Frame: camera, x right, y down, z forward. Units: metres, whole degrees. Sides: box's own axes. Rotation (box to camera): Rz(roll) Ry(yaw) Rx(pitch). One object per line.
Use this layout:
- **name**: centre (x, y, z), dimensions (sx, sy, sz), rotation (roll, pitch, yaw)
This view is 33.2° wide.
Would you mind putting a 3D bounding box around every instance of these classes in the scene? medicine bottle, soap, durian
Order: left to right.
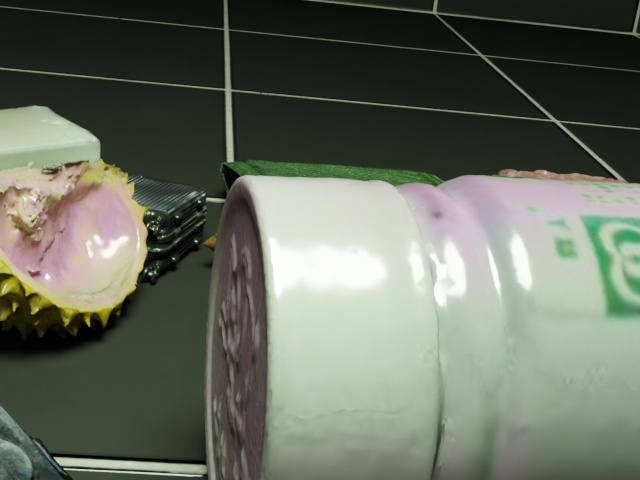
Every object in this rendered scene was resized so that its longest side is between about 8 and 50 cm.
- **soap**: centre (-0.325, -0.084, 1.060), dimensions (0.183, 0.064, 0.121), rotation (-12, 28, -40)
- **durian**: centre (-0.213, 0.000, 0.783), dimensions (0.165, 0.132, 0.182), rotation (18, 9, -3)
- **medicine bottle**: centre (0.109, 0.071, 0.588), dimensions (0.325, 0.212, 0.212), rotation (1, 21, -13)

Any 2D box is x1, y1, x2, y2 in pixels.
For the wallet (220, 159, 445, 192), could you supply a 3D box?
- **wallet**: centre (0.030, -0.040, 1.075), dimensions (0.236, 0.055, 0.160), rotation (3, 23, -19)

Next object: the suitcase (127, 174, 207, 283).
- **suitcase**: centre (-0.155, -0.015, 0.943), dimensions (0.086, 0.059, 0.126), rotation (12, 19, 11)

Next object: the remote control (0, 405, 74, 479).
- **remote control**: centre (-0.136, 0.159, 0.499), dimensions (0.090, 0.066, 0.266), rotation (-25, 39, -32)

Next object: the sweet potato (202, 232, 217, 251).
- **sweet potato**: centre (0.000, 0.000, 0.946), dimensions (0.206, 0.060, 0.068), rotation (-9, 11, -18)

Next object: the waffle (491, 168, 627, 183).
- **waffle**: centre (0.284, -0.028, 1.125), dimensions (0.234, 0.055, 0.221), rotation (10, 21, 6)
